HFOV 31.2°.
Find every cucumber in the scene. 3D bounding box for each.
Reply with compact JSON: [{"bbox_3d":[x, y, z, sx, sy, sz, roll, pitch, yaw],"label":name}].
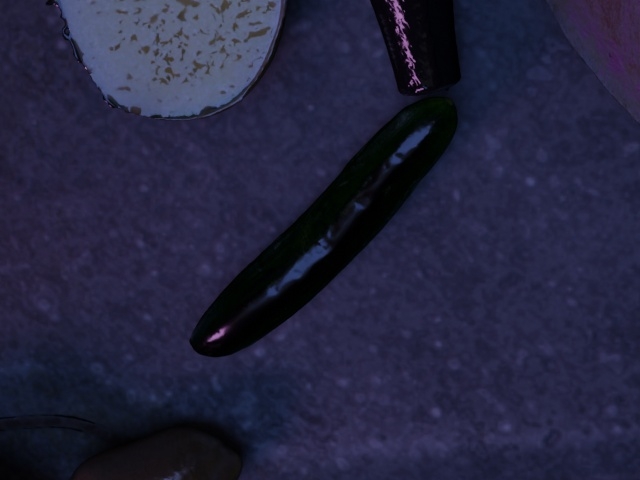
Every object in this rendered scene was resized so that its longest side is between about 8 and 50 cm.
[{"bbox_3d":[0.000,0.000,0.837,0.056,0.056,0.284,44,112,-4],"label":"cucumber"}]

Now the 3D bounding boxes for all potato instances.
[{"bbox_3d":[-0.102,-0.184,0.791,0.164,0.081,0.200,-4,108,3],"label":"potato"}]

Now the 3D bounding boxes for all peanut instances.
[{"bbox_3d":[-0.133,0.192,0.903,0.152,0.076,0.076,-21,101,9],"label":"peanut"}]

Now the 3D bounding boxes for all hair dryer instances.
[{"bbox_3d":[0.095,-0.188,0.678,0.091,0.271,0.236,-24,113,-23],"label":"hair dryer"}]

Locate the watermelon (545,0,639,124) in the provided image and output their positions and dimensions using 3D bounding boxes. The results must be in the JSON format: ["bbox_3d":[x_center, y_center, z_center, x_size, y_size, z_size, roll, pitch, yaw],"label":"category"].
[{"bbox_3d":[0.242,-0.267,0.657,0.222,0.319,0.292,-20,145,-13],"label":"watermelon"}]
